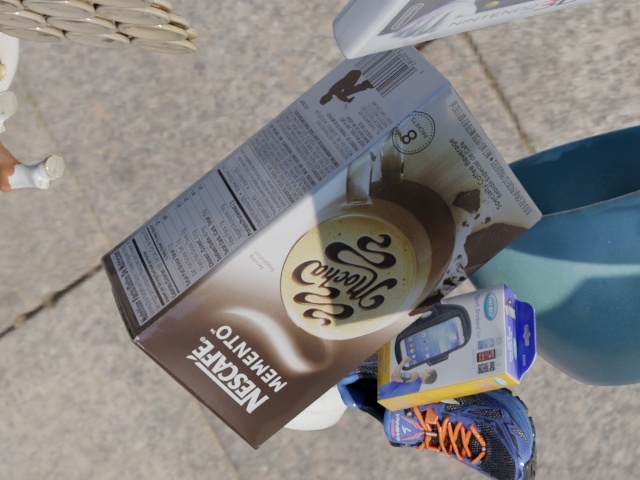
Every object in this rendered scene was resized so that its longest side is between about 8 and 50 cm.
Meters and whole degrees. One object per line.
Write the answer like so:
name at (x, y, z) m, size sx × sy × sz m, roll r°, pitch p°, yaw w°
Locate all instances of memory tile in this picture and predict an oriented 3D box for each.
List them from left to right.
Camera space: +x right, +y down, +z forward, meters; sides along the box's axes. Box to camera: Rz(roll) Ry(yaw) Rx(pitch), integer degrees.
memory tile at (-0.125, -0.117, 0.637) m, size 0.113 × 0.148 × 0.012 m, roll 6°, pitch 87°, yaw 5°

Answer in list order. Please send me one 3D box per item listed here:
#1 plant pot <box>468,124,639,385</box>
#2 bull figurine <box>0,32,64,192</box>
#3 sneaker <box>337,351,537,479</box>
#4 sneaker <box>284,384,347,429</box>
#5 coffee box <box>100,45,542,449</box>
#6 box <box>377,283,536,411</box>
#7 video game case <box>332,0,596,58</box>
plant pot at (0.275, 0.022, 1.196) m, size 0.290 × 0.290 × 0.195 m, roll -11°, pitch 104°, yaw 29°
bull figurine at (-0.293, -0.186, 1.076) m, size 0.188 × 0.101 × 0.310 m, roll 12°, pitch 99°, yaw 37°
sneaker at (0.099, 0.158, 1.104) m, size 0.221 × 0.087 × 0.083 m, roll 24°, pitch 125°, yaw 46°
sneaker at (0.019, 0.108, 1.343) m, size 0.106 × 0.290 × 0.123 m, roll 33°, pitch 113°, yaw 19°
coffee box at (0.000, 0.000, 0.995) m, size 0.297 × 0.168 × 0.119 m, roll -39°, pitch 39°, yaw 4°
box at (0.110, 0.086, 1.034) m, size 0.136 × 0.028 × 0.081 m, roll -19°, pitch 54°, yaw 31°
video game case at (0.113, -0.128, 0.485) m, size 0.022 × 0.173 × 0.190 m, roll 70°, pitch 158°, yaw 8°
